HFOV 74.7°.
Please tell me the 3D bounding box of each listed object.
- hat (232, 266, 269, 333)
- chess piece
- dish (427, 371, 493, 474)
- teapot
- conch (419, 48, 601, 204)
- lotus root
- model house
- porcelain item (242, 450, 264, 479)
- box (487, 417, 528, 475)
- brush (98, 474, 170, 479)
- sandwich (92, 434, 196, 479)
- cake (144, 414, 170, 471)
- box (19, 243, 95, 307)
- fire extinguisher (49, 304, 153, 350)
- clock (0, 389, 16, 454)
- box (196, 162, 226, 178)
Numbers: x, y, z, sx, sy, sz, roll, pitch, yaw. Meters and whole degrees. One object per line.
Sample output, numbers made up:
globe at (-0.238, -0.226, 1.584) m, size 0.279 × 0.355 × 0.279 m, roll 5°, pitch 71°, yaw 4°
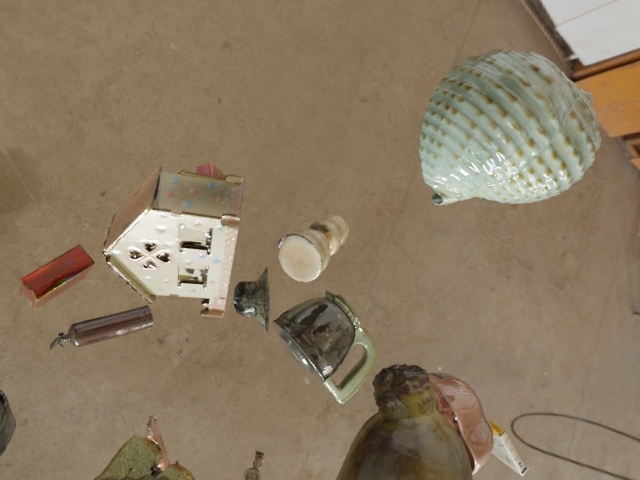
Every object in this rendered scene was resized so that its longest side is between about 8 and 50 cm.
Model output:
hat at (-0.254, 0.217, 1.553) m, size 0.128 × 0.265 × 0.265 m, roll 3°, pitch 89°, yaw -1°
chess piece at (0.000, 0.000, 1.218) m, size 0.261 × 0.143 × 0.142 m, roll -40°, pitch 112°, yaw -52°
dish at (0.285, 0.367, 0.879) m, size 0.090 × 0.213 × 0.213 m, roll -19°, pitch 100°, yaw -16°
teapot at (0.034, 0.308, 1.291) m, size 0.239 × 0.239 × 0.321 m, roll -37°, pitch 72°, yaw -17°
conch at (0.352, -0.192, 0.760) m, size 0.319 × 0.215 × 0.303 m, roll -41°, pitch 111°, yaw -13°
lotus root at (0.069, 0.284, 0.423) m, size 0.173 × 0.173 × 0.309 m, roll 18°, pitch 88°, yaw -31°
model house at (-0.295, 0.001, 0.846) m, size 0.244 × 0.326 × 0.169 m, roll 4°, pitch 45°, yaw -17°
porcelain item at (-0.262, 0.908, 1.576) m, size 0.054 × 0.084 × 0.213 m, roll 80°, pitch 24°, yaw -48°
box at (0.561, 0.634, 1.332) m, size 0.033 × 0.129 × 0.247 m, roll -39°, pitch 116°, yaw -14°
brush at (-0.371, 0.396, 0.606) m, size 0.301 × 0.084 × 0.071 m, roll -4°, pitch 132°, yaw 0°
sandwich at (-0.514, 0.731, 1.201) m, size 0.273 × 0.095 × 0.249 m, roll 33°, pitch 57°, yaw 11°
cake at (-0.644, 0.798, 1.584) m, size 0.135 × 0.098 × 0.287 m, roll -5°, pitch 94°, yaw 0°
box at (-0.897, 0.128, 1.423) m, size 0.197 × 0.313 × 0.089 m, roll -41°, pitch 102°, yaw -36°
fire extinguisher at (-0.639, 0.262, 1.230) m, size 0.268 × 0.089 × 0.072 m, roll -12°, pitch 65°, yaw -36°
clock at (-0.787, 0.393, 0.817) m, size 0.313 × 0.313 × 0.061 m, roll -8°, pitch 112°, yaw -32°
box at (-0.311, -0.148, 1.250) m, size 0.060 × 0.156 × 0.111 m, roll -9°, pitch 73°, yaw 10°
